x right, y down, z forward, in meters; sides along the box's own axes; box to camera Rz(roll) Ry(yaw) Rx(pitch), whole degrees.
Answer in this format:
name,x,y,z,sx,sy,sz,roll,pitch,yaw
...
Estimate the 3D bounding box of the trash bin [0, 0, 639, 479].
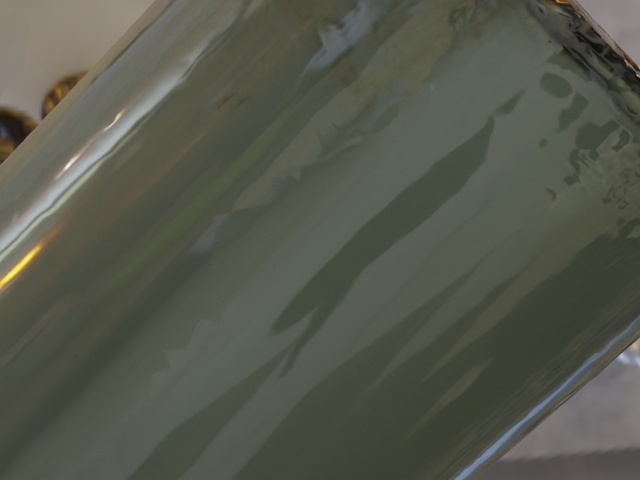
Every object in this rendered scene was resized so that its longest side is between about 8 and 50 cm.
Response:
name,x,y,z,sx,sy,sz,roll,pitch,yaw
trash bin,0.000,0.000,0.550,0.262,0.277,0.217,-43,-38,15
